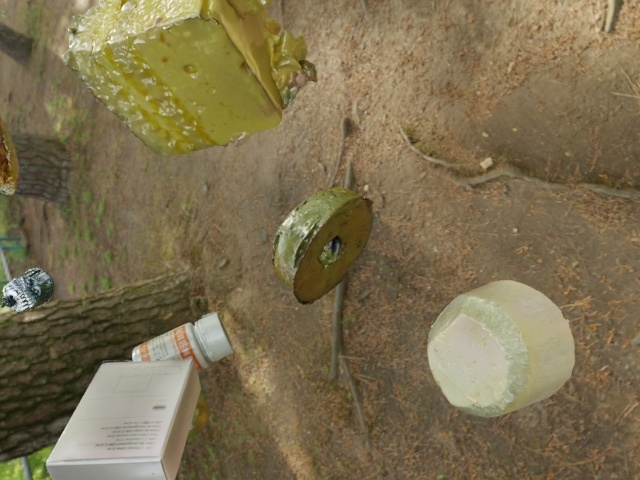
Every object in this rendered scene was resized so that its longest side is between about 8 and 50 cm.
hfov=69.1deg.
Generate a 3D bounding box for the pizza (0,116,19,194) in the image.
[{"bbox_3d":[-0.760,-0.232,1.080,0.134,0.056,0.270,101,146,-63],"label":"pizza"}]

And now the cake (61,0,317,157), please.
[{"bbox_3d":[-0.159,-0.287,0.668,0.286,0.227,0.222,-10,61,17],"label":"cake"}]

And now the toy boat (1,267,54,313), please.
[{"bbox_3d":[-0.734,0.123,1.191,0.246,0.103,0.092,-21,99,40],"label":"toy boat"}]

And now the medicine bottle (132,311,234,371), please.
[{"bbox_3d":[-0.380,0.310,1.305,0.144,0.252,0.144,60,165,27],"label":"medicine bottle"}]

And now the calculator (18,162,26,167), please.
[{"bbox_3d":[-1.020,-0.220,1.485,0.057,0.172,0.018,-20,104,18],"label":"calculator"}]

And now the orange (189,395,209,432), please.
[{"bbox_3d":[-0.305,0.401,1.086,0.095,0.085,0.085,53,126,18],"label":"orange"}]

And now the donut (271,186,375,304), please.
[{"bbox_3d":[0.000,0.000,0.982,0.107,0.272,0.271,38,117,24],"label":"donut"}]

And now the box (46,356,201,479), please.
[{"bbox_3d":[-0.366,0.351,0.910,0.251,0.204,0.106,-92,-1,-62],"label":"box"}]

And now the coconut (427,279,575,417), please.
[{"bbox_3d":[0.350,0.203,0.895,0.239,0.245,0.238,13,107,51],"label":"coconut"}]
